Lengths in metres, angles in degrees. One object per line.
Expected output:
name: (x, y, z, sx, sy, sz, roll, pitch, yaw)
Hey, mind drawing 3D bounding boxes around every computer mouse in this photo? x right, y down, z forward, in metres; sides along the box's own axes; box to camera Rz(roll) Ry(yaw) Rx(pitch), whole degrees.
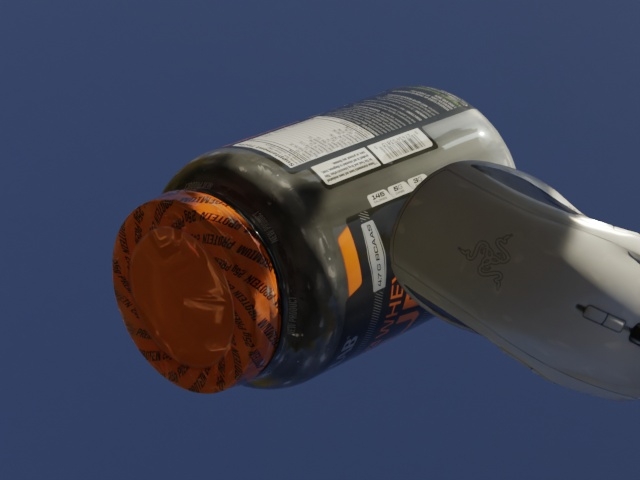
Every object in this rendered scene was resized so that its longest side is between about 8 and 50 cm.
computer mouse: (0.116, 0.033, 0.716, 0.106, 0.193, 0.042, -62, -162, 10)

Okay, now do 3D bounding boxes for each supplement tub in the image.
supplement tub: (0.000, 0.000, 0.861, 0.117, 0.190, 0.117, 19, -61, 38)
